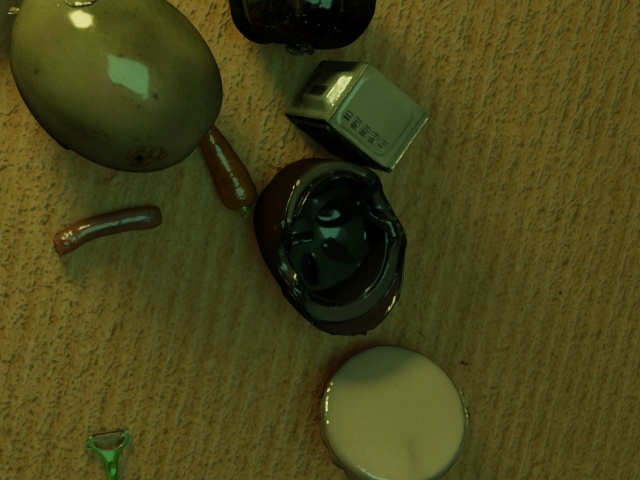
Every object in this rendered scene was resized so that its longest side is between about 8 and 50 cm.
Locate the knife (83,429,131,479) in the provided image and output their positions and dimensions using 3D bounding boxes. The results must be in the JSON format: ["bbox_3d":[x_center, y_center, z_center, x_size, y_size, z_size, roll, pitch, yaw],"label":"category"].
[{"bbox_3d":[-0.352,0.400,1.788,0.078,0.022,0.166,-4,100,-14],"label":"knife"}]

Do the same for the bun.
[{"bbox_3d":[0.114,0.331,1.883,0.263,0.175,0.263,6,61,-11],"label":"bun"}]

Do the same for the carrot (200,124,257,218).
[{"bbox_3d":[-0.174,-0.152,1.749,0.061,0.061,0.257,-30,99,-13],"label":"carrot"}]

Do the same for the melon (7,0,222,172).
[{"bbox_3d":[-0.307,-0.247,1.564,0.330,0.268,0.268,36,86,-13],"label":"melon"}]

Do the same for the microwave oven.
[{"bbox_3d":[0.052,-0.202,1.733,0.162,0.208,0.122,36,86,-22],"label":"microwave oven"}]

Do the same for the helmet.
[{"bbox_3d":[0.000,0.000,1.768,0.225,0.177,0.305,-27,118,-25],"label":"helmet"}]

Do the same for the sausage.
[{"bbox_3d":[-0.339,-0.020,1.710,0.176,0.040,0.047,-16,111,-17],"label":"sausage"}]

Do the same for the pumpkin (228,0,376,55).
[{"bbox_3d":[-0.026,-0.369,1.666,0.238,0.238,0.159,-8,98,-19],"label":"pumpkin"}]
